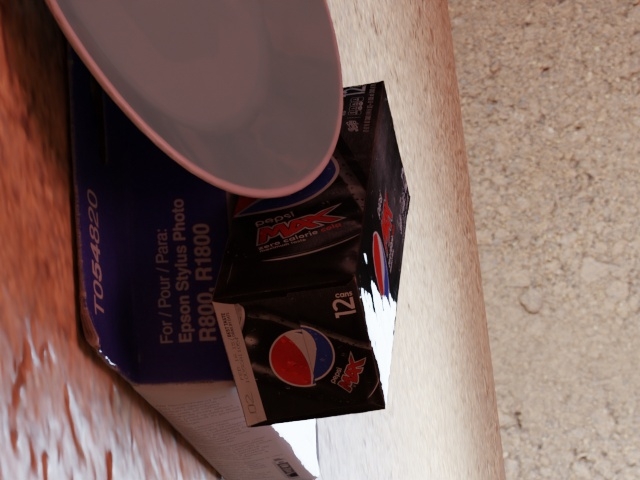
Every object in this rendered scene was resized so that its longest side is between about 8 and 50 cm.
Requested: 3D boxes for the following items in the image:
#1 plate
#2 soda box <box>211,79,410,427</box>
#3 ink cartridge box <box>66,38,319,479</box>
[{"bbox_3d":[-0.056,-0.099,0.722,0.188,0.024,0.188,37,40,-39],"label":"plate"},{"bbox_3d":[0.000,0.000,0.760,0.169,0.053,0.060,-80,159,-61],"label":"soda box"},{"bbox_3d":[-0.048,-0.030,0.804,0.224,0.045,0.223,58,25,-68],"label":"ink cartridge box"}]
